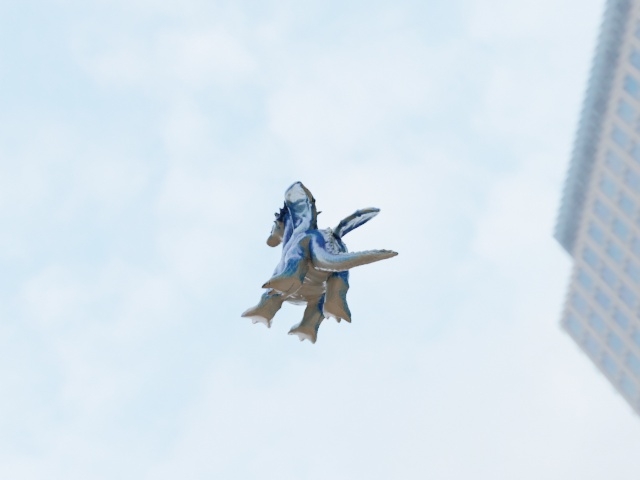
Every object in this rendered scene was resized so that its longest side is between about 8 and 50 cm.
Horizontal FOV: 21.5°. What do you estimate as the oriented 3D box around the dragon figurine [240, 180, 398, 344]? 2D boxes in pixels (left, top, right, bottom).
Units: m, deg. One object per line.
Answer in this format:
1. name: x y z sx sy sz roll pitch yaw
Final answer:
1. dragon figurine: 0.000 0.000 1.488 0.085 0.289 0.144 19 -112 -8
